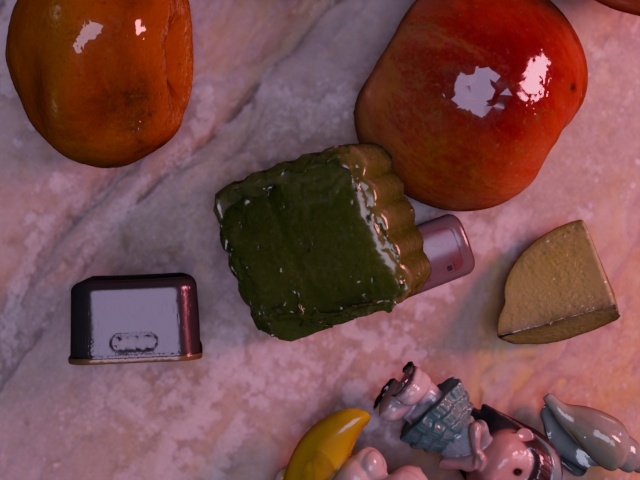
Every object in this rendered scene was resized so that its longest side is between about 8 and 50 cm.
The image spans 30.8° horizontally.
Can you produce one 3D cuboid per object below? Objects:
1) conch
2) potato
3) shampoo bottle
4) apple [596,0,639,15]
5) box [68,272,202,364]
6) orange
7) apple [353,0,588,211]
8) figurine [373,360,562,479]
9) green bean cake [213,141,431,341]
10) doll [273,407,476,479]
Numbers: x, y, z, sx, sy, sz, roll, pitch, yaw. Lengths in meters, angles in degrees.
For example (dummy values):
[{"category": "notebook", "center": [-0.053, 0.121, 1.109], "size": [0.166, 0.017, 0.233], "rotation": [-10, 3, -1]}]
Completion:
[{"category": "conch", "center": [0.346, 0.253, 1.461], "size": [0.180, 0.088, 0.065], "rotation": [32, 46, -2]}, {"category": "potato", "center": [0.283, 0.058, 1.441], "size": [0.149, 0.081, 0.120], "rotation": [-17, 65, 11]}, {"category": "shampoo bottle", "center": [0.102, 0.030, 1.418], "size": [0.165, 0.040, 0.080], "rotation": [-21, 98, -6]}, {"category": "apple", "center": [0.361, -0.403, 1.298], "size": [0.275, 0.299, 0.299], "rotation": [5, 94, -3]}, {"category": "box", "center": [-0.206, 0.084, 1.307], "size": [0.144, 0.201, 0.090], "rotation": [-2, 91, -6]}, {"category": "orange", "center": [-0.248, -0.203, 1.272], "size": [0.183, 0.249, 0.249], "rotation": [4, 94, 9]}, {"category": "apple", "center": [0.189, -0.172, 1.354], "size": [0.251, 0.163, 0.293], "rotation": [33, 91, -7]}, {"category": "figurine", "center": [0.179, 0.250, 1.415], "size": [0.245, 0.110, 0.138], "rotation": [37, 124, -5]}, {"category": "green bean cake", "center": [0.000, 0.000, 1.335], "size": [0.214, 0.113, 0.200], "rotation": [-21, 92, 23]}, {"category": "doll", "center": [0.063, 0.319, 1.381], "size": [0.237, 0.111, 0.252], "rotation": [41, 111, 6]}]
